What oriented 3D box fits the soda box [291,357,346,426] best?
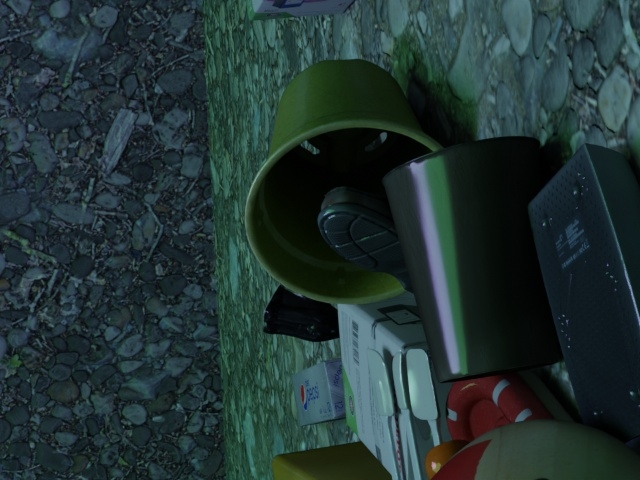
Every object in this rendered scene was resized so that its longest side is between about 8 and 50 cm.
[{"bbox_3d":[0.025,0.255,2.150,0.286,0.091,0.098,136,125,-74],"label":"soda box"}]

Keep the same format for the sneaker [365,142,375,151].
[{"bbox_3d":[0.054,-0.090,1.924,0.170,0.063,0.074,102,158,-50],"label":"sneaker"}]

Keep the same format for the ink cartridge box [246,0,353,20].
[{"bbox_3d":[-0.021,-0.400,1.887,0.212,0.154,0.093,153,110,-75],"label":"ink cartridge box"}]

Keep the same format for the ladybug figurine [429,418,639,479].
[{"bbox_3d":[0.174,0.357,1.200,0.305,0.162,0.449,51,139,27],"label":"ladybug figurine"}]

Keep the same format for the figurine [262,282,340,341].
[{"bbox_3d":[0.027,0.065,1.882,0.092,0.210,0.214,-53,-28,-52],"label":"figurine"}]

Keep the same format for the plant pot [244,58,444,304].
[{"bbox_3d":[0.038,-0.101,1.649,0.254,0.276,0.276,-95,7,-54],"label":"plant pot"}]

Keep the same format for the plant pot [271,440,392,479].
[{"bbox_3d":[0.064,0.407,1.821,0.187,0.212,0.212,169,94,-74],"label":"plant pot"}]

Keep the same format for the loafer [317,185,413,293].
[{"bbox_3d":[0.092,-0.006,1.483,0.096,0.267,0.084,-17,55,36],"label":"loafer"}]

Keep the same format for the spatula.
[{"bbox_3d":[0.110,0.247,1.511,0.168,0.019,0.241,-10,89,63],"label":"spatula"}]

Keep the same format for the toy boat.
[{"bbox_3d":[0.184,0.231,1.361,0.231,0.151,0.150,-123,30,-61],"label":"toy boat"}]

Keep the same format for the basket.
[{"bbox_3d":[0.166,0.027,1.327,0.204,0.154,0.226,-29,68,62],"label":"basket"}]

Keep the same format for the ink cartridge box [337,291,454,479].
[{"bbox_3d":[0.118,0.190,1.683,0.273,0.115,0.198,-145,50,-71],"label":"ink cartridge box"}]

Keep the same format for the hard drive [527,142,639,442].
[{"bbox_3d":[0.263,0.054,1.155,0.172,0.054,0.254,117,143,-67],"label":"hard drive"}]
